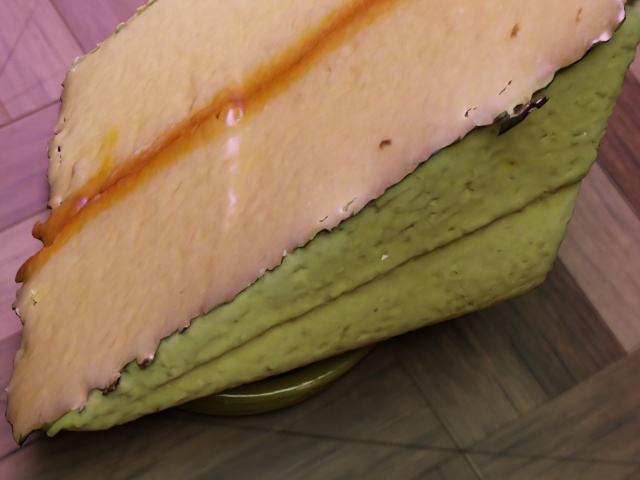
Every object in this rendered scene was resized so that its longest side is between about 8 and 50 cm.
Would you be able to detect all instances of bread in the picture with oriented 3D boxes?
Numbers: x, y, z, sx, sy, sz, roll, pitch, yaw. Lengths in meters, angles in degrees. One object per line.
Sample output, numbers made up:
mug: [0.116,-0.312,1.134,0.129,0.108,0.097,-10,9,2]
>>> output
bread: [-0.012,-0.114,0.943,0.404,0.242,0.346,-9,45,-14]

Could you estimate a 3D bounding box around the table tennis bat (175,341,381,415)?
table tennis bat: [0.000,0.000,1.019,0.320,0.050,0.198,-17,62,-13]
